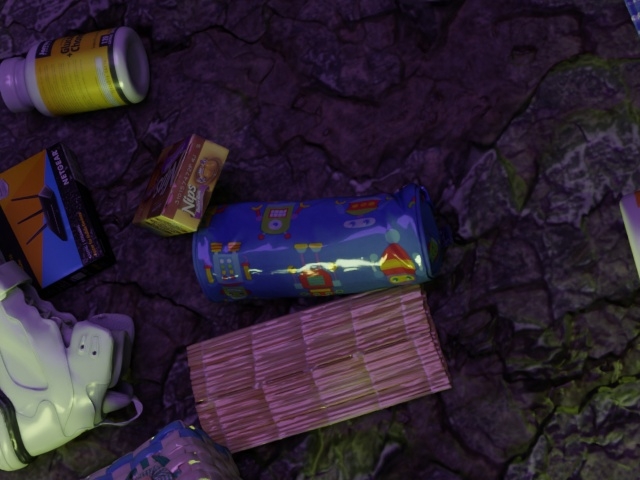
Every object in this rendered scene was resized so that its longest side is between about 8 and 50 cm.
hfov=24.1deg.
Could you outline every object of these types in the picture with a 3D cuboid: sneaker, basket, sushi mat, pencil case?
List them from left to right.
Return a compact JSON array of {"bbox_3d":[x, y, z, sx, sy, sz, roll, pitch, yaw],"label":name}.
[{"bbox_3d":[-0.355,0.089,1.862,0.210,0.137,0.365,-16,93,7],"label":"sneaker"},{"bbox_3d":[-0.169,0.378,1.713,0.255,0.201,0.289,-33,59,10],"label":"basket"},{"bbox_3d":[-0.007,0.154,1.827,0.317,0.019,0.151,-18,71,12],"label":"sushi mat"},{"bbox_3d":[0.000,0.000,1.815,0.306,0.119,0.133,-6,54,16],"label":"pencil case"}]

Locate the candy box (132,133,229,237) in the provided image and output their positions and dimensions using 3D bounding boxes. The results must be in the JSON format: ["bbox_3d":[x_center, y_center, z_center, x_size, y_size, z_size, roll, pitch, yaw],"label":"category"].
[{"bbox_3d":[-0.175,-0.065,1.858,0.053,0.187,0.109,24,81,-14],"label":"candy box"}]

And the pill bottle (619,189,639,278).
[{"bbox_3d":[0.481,-0.014,1.653,0.272,0.152,0.152,-16,71,13],"label":"pill bottle"}]

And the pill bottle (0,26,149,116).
[{"bbox_3d":[-0.327,-0.220,1.988,0.184,0.103,0.103,-8,72,14],"label":"pill bottle"}]

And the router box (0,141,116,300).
[{"bbox_3d":[-0.361,-0.021,1.972,0.133,0.046,0.179,-28,68,8],"label":"router box"}]

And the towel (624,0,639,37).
[{"bbox_3d":[0.503,-0.257,1.786,0.243,0.040,0.336,-19,72,9],"label":"towel"}]
